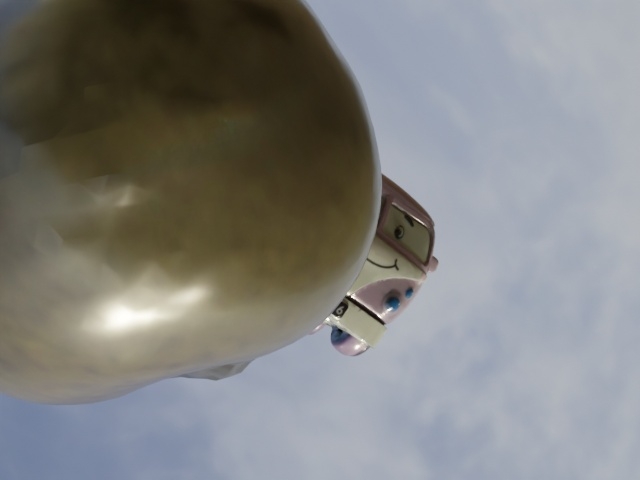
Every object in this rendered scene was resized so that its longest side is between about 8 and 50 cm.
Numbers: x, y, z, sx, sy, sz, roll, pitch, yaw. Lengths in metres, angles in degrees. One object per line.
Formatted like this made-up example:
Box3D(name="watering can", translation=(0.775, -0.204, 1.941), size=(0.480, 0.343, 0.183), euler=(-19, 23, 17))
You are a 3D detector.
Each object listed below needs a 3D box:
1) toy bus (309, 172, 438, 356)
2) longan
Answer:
Box3D(name="toy bus", translation=(0.000, 0.000, 1.524), size=(0.142, 0.142, 0.202), euler=(38, 174, -22))
Box3D(name="longan", translation=(-0.139, -0.040, 1.248), size=(0.361, 0.361, 0.361), euler=(42, -148, -34))
